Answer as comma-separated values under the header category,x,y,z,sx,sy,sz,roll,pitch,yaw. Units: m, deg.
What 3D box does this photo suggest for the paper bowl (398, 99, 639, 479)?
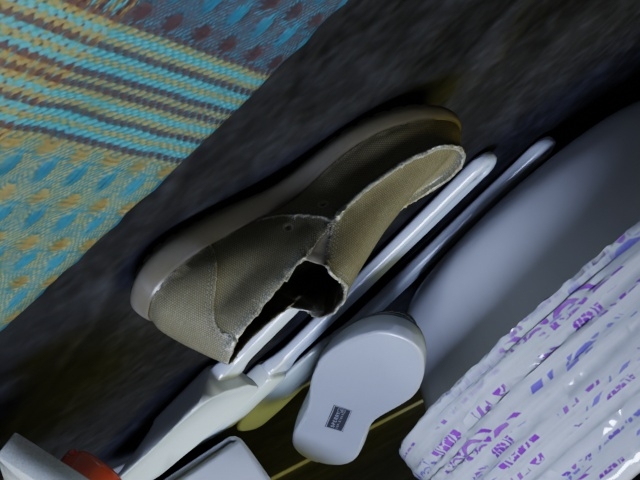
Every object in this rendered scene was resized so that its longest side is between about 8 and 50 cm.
category,x,y,z,sx,sy,sz,roll,pitch,yaw
paper bowl,0.159,0.035,0.842,0.284,0.148,0.284,-37,168,-9

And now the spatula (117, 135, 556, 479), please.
category,x,y,z,sx,sy,sz,roll,pitch,yaw
spatula,0.008,0.035,0.772,0.242,0.019,0.168,-44,163,23

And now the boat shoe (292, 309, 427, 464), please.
category,x,y,z,sx,sy,sz,roll,pitch,yaw
boat shoe,0.018,0.066,0.792,0.142,0.049,0.040,120,-10,-55

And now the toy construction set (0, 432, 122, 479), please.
category,x,y,z,sx,sy,sz,roll,pitch,yaw
toy construction set,-0.202,0.201,0.582,0.327,0.151,0.215,-40,141,-19

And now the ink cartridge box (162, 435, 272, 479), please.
category,x,y,z,sx,sy,sz,roll,pitch,yaw
ink cartridge box,-0.033,0.240,0.895,0.117,0.201,0.278,-35,168,-10

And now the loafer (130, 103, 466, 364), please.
category,x,y,z,sx,sy,sz,roll,pitch,yaw
loafer,0.000,0.000,0.592,0.148,0.050,0.056,-32,164,-20

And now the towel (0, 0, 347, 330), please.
category,x,y,z,sx,sy,sz,roll,pitch,yaw
towel,-0.159,0.024,0.339,0.370,0.040,0.271,-43,165,12
